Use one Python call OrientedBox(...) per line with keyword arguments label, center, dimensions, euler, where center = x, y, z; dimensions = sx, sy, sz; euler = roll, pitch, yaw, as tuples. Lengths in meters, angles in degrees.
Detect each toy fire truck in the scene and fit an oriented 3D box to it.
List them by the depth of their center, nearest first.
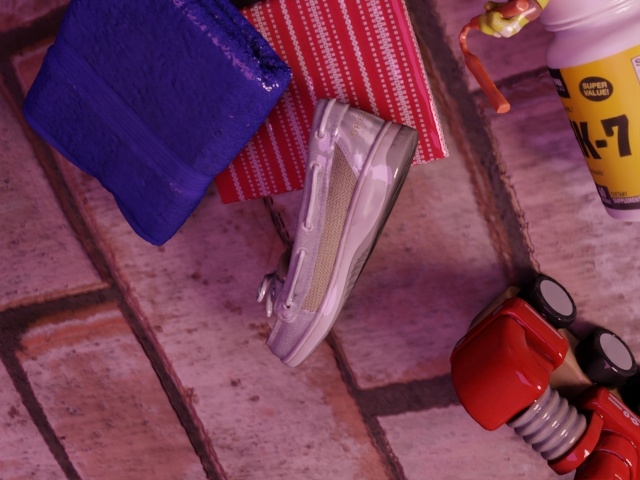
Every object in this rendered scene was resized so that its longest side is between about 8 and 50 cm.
OrientedBox(label="toy fire truck", center=(0.204, 0.190, 0.945), dimensions=(0.217, 0.246, 0.158), euler=(43, 124, -1))

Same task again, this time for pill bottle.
OrientedBox(label="pill bottle", center=(0.260, -0.131, 0.832), dimensions=(0.119, 0.119, 0.208), euler=(-17, 106, 31))

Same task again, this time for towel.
OrientedBox(label="towel", center=(-0.021, -0.149, 1.008), dimensions=(0.275, 0.031, 0.198), euler=(-9, 111, 28))
OrientedBox(label="towel", center=(-0.172, -0.154, 1.021), dimensions=(0.227, 0.076, 0.308), euler=(45, 137, -1))

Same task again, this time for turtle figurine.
OrientedBox(label="turtle figurine", center=(0.158, -0.244, 0.723), dimensions=(0.087, 0.269, 0.217), euler=(6, 150, 1))

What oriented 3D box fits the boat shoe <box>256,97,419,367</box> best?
OrientedBox(label="boat shoe", center=(-0.001, 0.001, 1.008), dimensions=(0.103, 0.118, 0.320), euler=(27, 133, 5))
